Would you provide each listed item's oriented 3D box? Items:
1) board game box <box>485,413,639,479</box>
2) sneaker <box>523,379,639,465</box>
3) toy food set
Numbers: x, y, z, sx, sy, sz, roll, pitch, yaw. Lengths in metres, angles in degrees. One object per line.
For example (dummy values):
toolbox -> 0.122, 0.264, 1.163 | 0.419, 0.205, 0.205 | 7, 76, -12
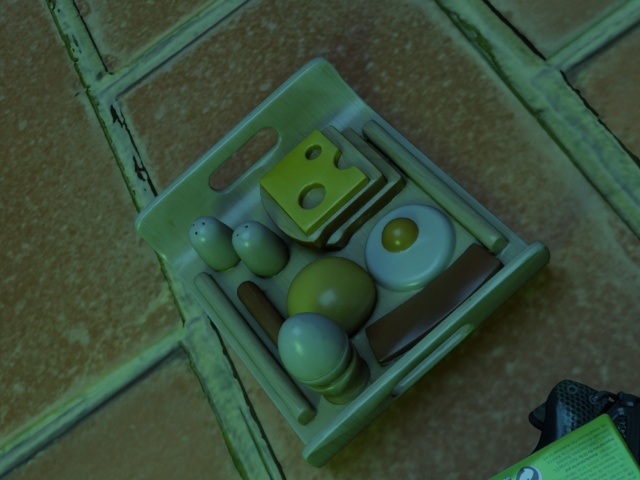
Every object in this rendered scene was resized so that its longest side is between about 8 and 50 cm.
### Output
board game box -> 0.160, 0.230, 0.601 | 0.124, 0.039, 0.259 | -32, 57, 9
sneaker -> 0.210, 0.112, 0.696 | 0.227, 0.087, 0.130 | -37, 54, 11
toy food set -> 0.000, 0.000, 0.899 | 0.220, 0.092, 0.306 | -42, 48, 0
